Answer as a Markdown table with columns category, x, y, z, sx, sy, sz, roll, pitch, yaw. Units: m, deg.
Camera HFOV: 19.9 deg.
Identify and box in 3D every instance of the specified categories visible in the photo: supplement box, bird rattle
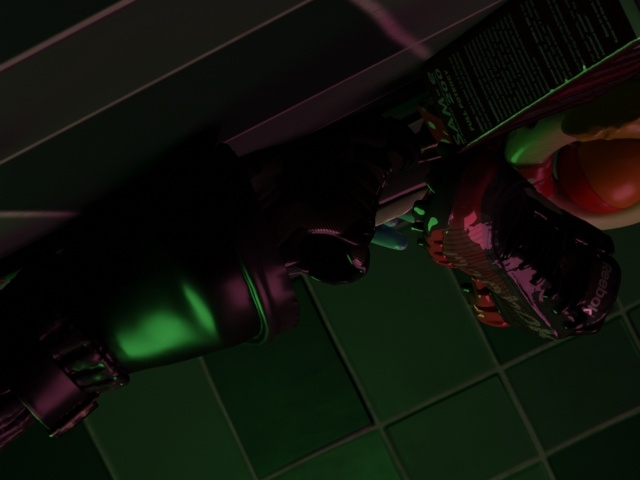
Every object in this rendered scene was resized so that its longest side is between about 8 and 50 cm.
| category | x | y | z | sx | sy | sz | roll | pitch | yaw |
| --- | --- | --- | --- | --- | --- | --- | --- | --- | --- |
| supplement box | 0.183 | -0.143 | 1.221 | 0.130 | 0.073 | 0.239 | -22 | 174 | -30 |
| bird rattle | 0.209 | -0.065 | 1.491 | 0.207 | 0.143 | 0.253 | 29 | 126 | -31 |

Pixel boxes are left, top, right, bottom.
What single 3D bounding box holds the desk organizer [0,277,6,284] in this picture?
| category | x | y | z | sx | sy | sz | roll | pitch | yaw |
| --- | --- | --- | --- | --- | --- | --- | --- | --- | --- |
| desk organizer | -0.229 | 0.029 | 0.925 | 0.130 | 0.050 | 0.047 | -28 | 176 | 29 |

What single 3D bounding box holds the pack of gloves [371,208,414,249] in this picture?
| category | x | y | z | sx | sy | sz | roll | pitch | yaw |
| --- | --- | --- | --- | --- | --- | --- | --- | --- | --- |
| pack of gloves | 0.000 | 0.000 | 1.723 | 0.195 | 0.046 | 0.232 | -23 | -166 | -26 |

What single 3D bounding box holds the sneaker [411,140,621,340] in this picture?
| category | x | y | z | sx | sy | sz | roll | pitch | yaw |
| --- | --- | --- | --- | --- | --- | --- | --- | --- | --- |
| sneaker | 0.159 | 0.006 | 1.393 | 0.098 | 0.135 | 0.276 | -64 | 153 | -12 |

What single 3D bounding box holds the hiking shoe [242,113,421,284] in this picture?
| category | x | y | z | sx | sy | sz | roll | pitch | yaw |
| --- | --- | --- | --- | --- | --- | --- | --- | --- | --- |
| hiking shoe | 0.007 | -0.022 | 1.398 | 0.227 | 0.114 | 0.086 | -23 | 176 | -45 |

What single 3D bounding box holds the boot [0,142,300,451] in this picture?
| category | x | y | z | sx | sy | sz | roll | pitch | yaw |
| --- | --- | --- | --- | --- | --- | --- | --- | --- | --- |
| boot | -0.170 | 0.062 | 1.218 | 0.260 | 0.131 | 0.348 | -25 | 177 | -19 |

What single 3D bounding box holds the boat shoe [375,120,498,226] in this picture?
| category | x | y | z | sx | sy | sz | roll | pitch | yaw |
| --- | --- | --- | --- | --- | --- | --- | --- | --- | --- |
| boat shoe | 0.106 | -0.081 | 1.623 | 0.227 | 0.069 | 0.081 | -25 | -169 | -8 |
